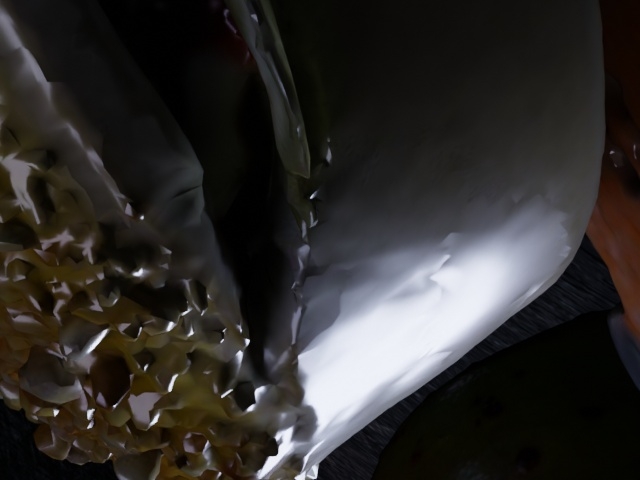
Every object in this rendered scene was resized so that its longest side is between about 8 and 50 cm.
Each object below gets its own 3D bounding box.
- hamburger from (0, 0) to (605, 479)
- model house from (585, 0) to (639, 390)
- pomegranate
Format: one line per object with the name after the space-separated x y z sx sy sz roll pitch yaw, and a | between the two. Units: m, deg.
-0.060 -0.076 0.446 0.302 0.170 0.302 60 167 25 | hamburger
0.136 -0.099 0.438 0.301 0.190 0.271 54 166 2 | model house
0.172 0.137 0.872 0.290 0.323 0.291 27 -169 -6 | pomegranate
